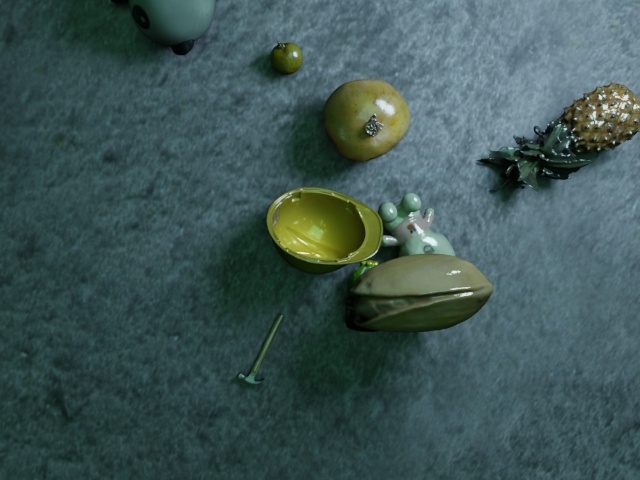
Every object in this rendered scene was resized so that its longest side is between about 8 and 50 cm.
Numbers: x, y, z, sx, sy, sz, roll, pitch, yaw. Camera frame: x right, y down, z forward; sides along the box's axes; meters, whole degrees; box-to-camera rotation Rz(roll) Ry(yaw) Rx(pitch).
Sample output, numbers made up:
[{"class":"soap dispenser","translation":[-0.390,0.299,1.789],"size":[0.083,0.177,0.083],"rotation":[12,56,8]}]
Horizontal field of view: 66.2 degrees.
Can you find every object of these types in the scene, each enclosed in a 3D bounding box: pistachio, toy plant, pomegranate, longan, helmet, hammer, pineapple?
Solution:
[{"class":"pistachio","translation":[0.208,0.111,1.028],"size":[0.292,0.181,0.162],"rotation":[-4,94,6]},{"class":"toy plant","translation":[0.107,0.127,1.146],"size":[0.092,0.093,0.163],"rotation":[7,90,-6]},{"class":"pomegranate","translation":[0.102,-0.271,1.092],"size":[0.191,0.191,0.192],"rotation":[0,91,-6]},{"class":"longan","translation":[-0.079,-0.422,1.122],"size":[0.075,0.083,0.075],"rotation":[-9,59,15]},{"class":"helmet","translation":[0.000,0.000,1.108],"size":[0.256,0.140,0.205],"rotation":[13,55,-1]},{"class":"hammer","translation":[-0.129,0.258,1.162],"size":[0.062,0.017,0.182],"rotation":[28,87,-6]},{"class":"pineapple","translation":[0.568,-0.223,1.169],"size":[0.364,0.165,0.166],"rotation":[-32,94,4]}]

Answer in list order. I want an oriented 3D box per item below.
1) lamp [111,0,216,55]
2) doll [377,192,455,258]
[{"class":"lamp","translation":[-0.338,-0.532,1.049],"size":[0.243,0.198,0.198],"rotation":[38,87,11]},{"class":"doll","translation":[0.233,0.010,1.153],"size":[0.154,0.113,0.275],"rotation":[-35,101,-7]}]
